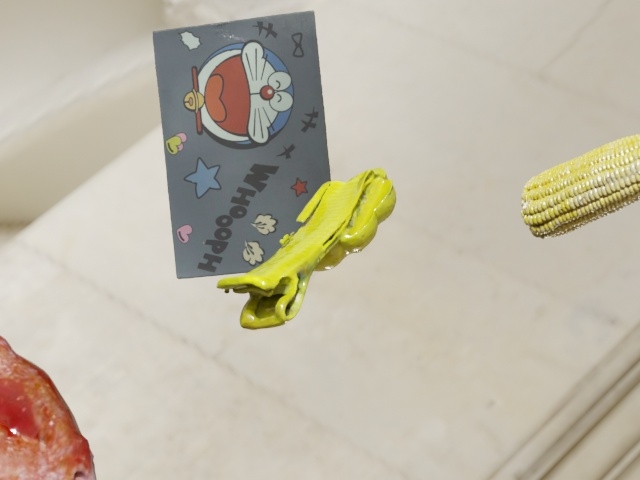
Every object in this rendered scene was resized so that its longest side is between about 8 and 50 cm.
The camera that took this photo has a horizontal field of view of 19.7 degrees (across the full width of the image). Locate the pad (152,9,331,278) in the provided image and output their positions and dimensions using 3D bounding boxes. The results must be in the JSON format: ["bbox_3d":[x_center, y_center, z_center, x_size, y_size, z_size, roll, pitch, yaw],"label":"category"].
[{"bbox_3d":[-0.072,-0.091,1.774,0.006,0.170,0.245,-6,91,-76],"label":"pad"}]

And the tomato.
[{"bbox_3d":[-0.361,0.212,1.643,0.309,0.309,0.170,51,-36,-3],"label":"tomato"}]

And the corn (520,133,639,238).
[{"bbox_3d":[0.280,-0.058,1.862,0.165,0.085,0.063,-26,-77,30],"label":"corn"}]

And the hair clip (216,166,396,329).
[{"bbox_3d":[0.000,0.000,1.309,0.072,0.173,0.046,-9,-64,39],"label":"hair clip"}]
